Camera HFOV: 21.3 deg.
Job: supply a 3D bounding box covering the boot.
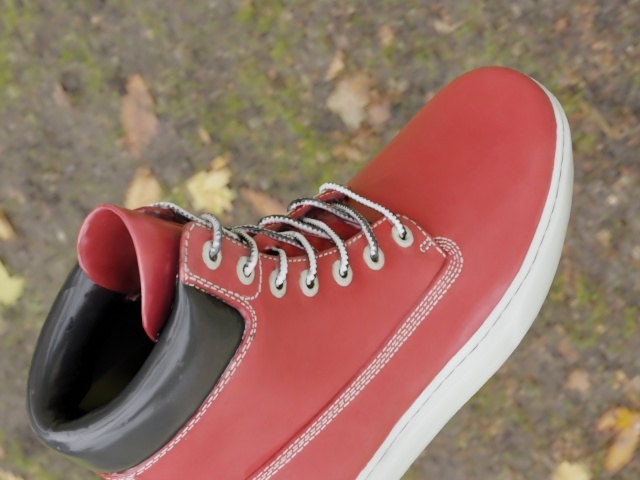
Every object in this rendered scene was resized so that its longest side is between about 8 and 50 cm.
[{"bbox_3d":[0.000,0.000,0.624,0.088,0.244,0.176,21,158,37],"label":"boot"}]
